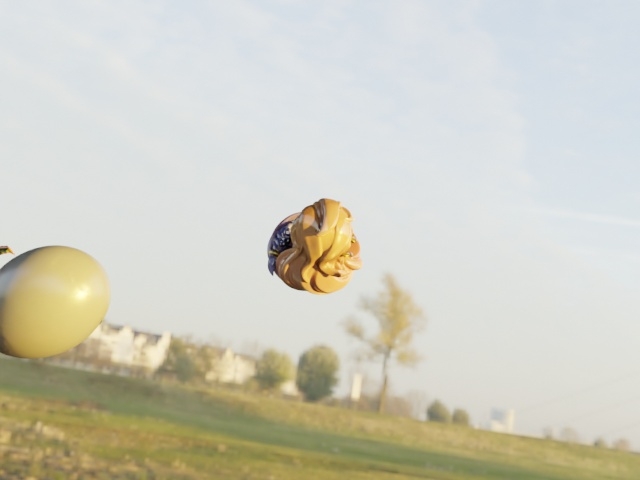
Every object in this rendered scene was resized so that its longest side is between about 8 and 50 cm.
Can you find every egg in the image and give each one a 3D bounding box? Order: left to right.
[{"bbox_3d":[-0.379,0.085,1.436,0.198,0.147,0.146,-21,-20,19],"label":"egg"}]

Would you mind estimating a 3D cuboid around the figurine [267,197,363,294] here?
[{"bbox_3d":[0.001,0.010,1.320,0.126,0.114,0.157,-8,-6,-20],"label":"figurine"}]

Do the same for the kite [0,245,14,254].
[{"bbox_3d":[-0.502,0.039,1.215,0.321,0.016,0.234,-15,17,-4],"label":"kite"}]
